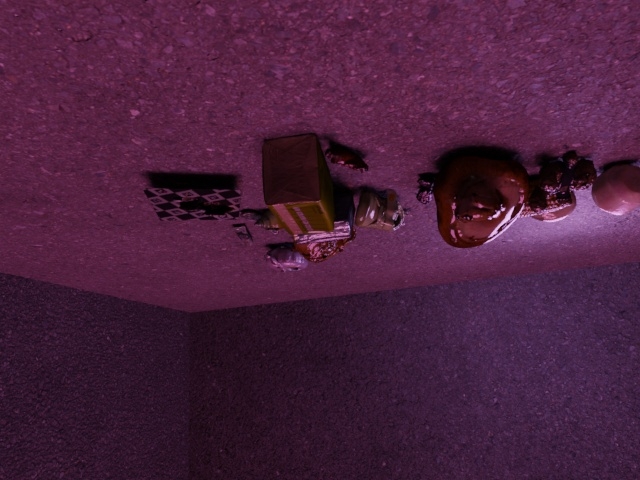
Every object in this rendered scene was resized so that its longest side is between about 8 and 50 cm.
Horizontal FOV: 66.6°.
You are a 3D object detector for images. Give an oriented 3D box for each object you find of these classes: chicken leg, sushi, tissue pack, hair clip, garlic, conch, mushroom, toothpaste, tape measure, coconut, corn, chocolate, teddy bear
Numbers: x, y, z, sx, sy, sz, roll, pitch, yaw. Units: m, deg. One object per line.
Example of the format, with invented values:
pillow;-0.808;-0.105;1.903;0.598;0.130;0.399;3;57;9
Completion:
chicken leg;0.000;0.000;2.058;0.295;0.181;0.409;-15;176;-21
sushi;-0.413;-0.139;1.617;0.293;0.059;0.294;-1;164;-11
tissue pack;-0.055;-0.150;1.412;0.168;0.200;0.274;-5;163;9
hair clip;-0.234;-0.076;1.917;0.066;0.036;0.229;-17;154;25
garlic;0.889;-0.131;1.849;0.207;0.115;0.128;-8;157;3
conch;-0.166;-0.078;1.875;0.201;0.079;0.095;1;-176;-45
tissue pack;0.017;-0.074;1.649;0.186;0.081;0.257;-6;-156;10
mushroom;0.501;-0.109;1.522;0.346;0.259;0.345;-10;127;-13
toothpaste;-0.325;-0.019;2.089;0.060;0.037;0.233;-7;161;3
tape measure;-0.157;0.093;2.358;0.197;0.120;0.236;-1;169;13
coconut;1.021;-0.169;1.668;0.171;0.170;0.183;-2;161;-6
chicken leg;0.070;-0.232;1.394;0.205;0.053;0.093;8;-156;-41
corn;0.670;-0.141;1.730;0.388;0.143;0.144;-10;163;7
chocolate;0.365;-0.175;1.668;0.072;0.070;0.147;-10;168;5
teddy bear;0.767;-0.198;1.566;0.252;0.129;0.181;-16;137;-18

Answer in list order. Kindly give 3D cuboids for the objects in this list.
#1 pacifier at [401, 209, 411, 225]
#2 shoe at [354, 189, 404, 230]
pacifier;0.322;-0.090;1.948;0.083;0.064;0.068;6;179;-28
shoe;0.215;-0.108;1.757;0.128;0.139;0.262;-1;172;27
